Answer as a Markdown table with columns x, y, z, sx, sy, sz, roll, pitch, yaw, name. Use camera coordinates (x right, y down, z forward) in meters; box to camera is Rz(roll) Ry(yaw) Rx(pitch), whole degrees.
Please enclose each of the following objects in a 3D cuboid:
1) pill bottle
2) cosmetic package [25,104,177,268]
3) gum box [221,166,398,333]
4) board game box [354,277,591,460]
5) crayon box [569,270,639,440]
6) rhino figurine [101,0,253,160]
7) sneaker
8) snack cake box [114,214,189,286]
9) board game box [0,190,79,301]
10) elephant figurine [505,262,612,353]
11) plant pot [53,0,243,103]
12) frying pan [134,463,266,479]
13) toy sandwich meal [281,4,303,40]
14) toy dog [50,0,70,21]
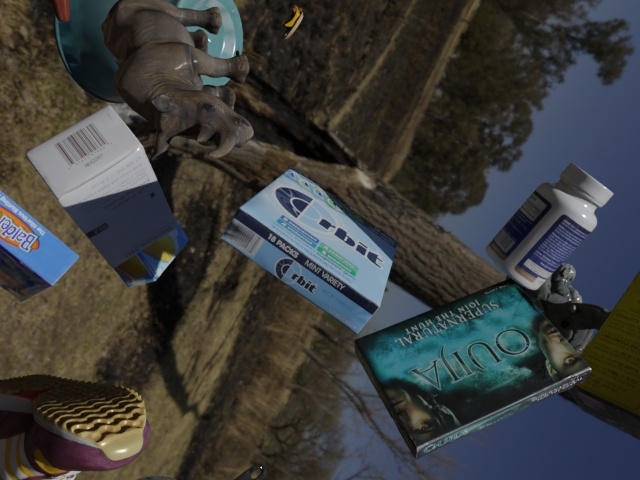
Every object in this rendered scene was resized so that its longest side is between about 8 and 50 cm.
| x | y | z | sx | sy | sz | roll | pitch | yaw | name |
| --- | --- | --- | --- | --- | --- | --- | --- | --- | --- |
| 0.227 | -0.015 | 0.583 | 0.120 | 0.067 | 0.067 | -53 | 178 | 19 | pill bottle |
| -0.275 | -0.060 | 0.775 | 0.117 | 0.085 | 0.231 | -36 | 162 | -15 | cosmetic package |
| 0.000 | 0.000 | 0.619 | 0.041 | 0.157 | 0.184 | -55 | -179 | 23 | gum box |
| 0.143 | 0.116 | 0.570 | 0.186 | 0.126 | 0.026 | -20 | 137 | -13 | board game box |
| 0.450 | 0.091 | 0.644 | 0.318 | 0.081 | 0.202 | -49 | -146 | -12 | crayon box |
| -0.121 | -0.137 | 0.498 | 0.243 | 0.106 | 0.073 | 62 | -37 | 40 | rhino figurine |
| -0.178 | 0.143 | 0.400 | 0.070 | 0.186 | 0.083 | 0 | 90 | -49 | sneaker |
| -0.406 | -0.054 | 1.219 | 0.089 | 0.264 | 0.152 | -13 | -150 | 31 | snack cake box |
| -0.384 | -0.002 | 0.690 | 0.210 | 0.160 | 0.047 | -17 | -147 | 54 | board game box |
| 0.413 | 0.149 | 1.053 | 0.239 | 0.169 | 0.186 | -90 | 169 | -56 | elephant figurine |
| -0.294 | -0.382 | 1.091 | 0.272 | 0.255 | 0.271 | -33 | 129 | -52 | plant pot |
| -0.199 | 0.394 | 0.855 | 0.053 | 0.197 | 0.326 | -48 | -174 | 18 | frying pan |
| -0.069 | -0.489 | 1.319 | 0.085 | 0.029 | 0.085 | -45 | -156 | 26 | toy sandwich meal |
| -0.232 | -0.358 | 0.676 | 0.220 | 0.334 | 0.161 | -68 | 150 | -49 | toy dog |
